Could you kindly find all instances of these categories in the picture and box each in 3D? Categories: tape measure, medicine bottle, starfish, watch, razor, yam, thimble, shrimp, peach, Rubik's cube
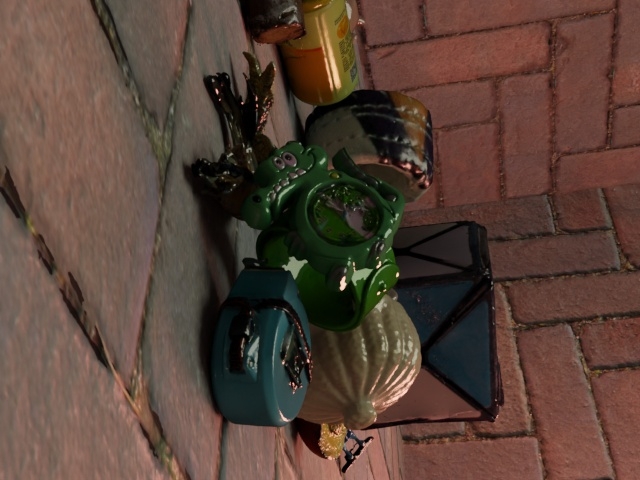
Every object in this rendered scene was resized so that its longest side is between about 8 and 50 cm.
[{"bbox_3d":[-0.055,0.106,0.871,0.125,0.081,0.146,-74,157,-44],"label":"tape measure"},{"bbox_3d":[-0.013,-0.325,1.448,0.239,0.124,0.124,72,14,-54],"label":"medicine bottle"},{"bbox_3d":[-0.062,-0.107,1.076,0.176,0.053,0.208,-111,-171,-57],"label":"starfish"},{"bbox_3d":[0.000,0.000,0.927,0.131,0.165,0.152,-48,166,-33],"label":"watch"},{"bbox_3d":[0.032,0.288,1.543,0.082,0.042,0.253,-46,144,-23],"label":"razor"},{"bbox_3d":[-0.063,-0.331,1.218,0.079,0.079,0.141,16,66,-82],"label":"yam"},{"bbox_3d":[0.084,-0.147,1.624,0.237,0.237,0.150,68,21,-64],"label":"thimble"},{"bbox_3d":[-0.087,-0.095,0.928,0.219,0.046,0.152,3,81,-83],"label":"shrimp"},{"bbox_3d":[-0.002,0.238,1.234,0.098,0.061,0.098,3,86,-60],"label":"peach"},{"bbox_3d":[0.179,0.152,1.799,0.310,0.307,0.305,-78,162,-66],"label":"Rubik's cube"}]

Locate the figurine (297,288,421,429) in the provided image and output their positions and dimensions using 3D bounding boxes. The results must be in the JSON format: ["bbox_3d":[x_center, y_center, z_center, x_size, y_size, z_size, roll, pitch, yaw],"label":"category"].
[{"bbox_3d":[0.029,0.083,1.155,0.204,0.185,0.332,45,23,-12],"label":"figurine"}]

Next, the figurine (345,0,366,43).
[{"bbox_3d":[0.012,-0.412,1.684,0.138,0.125,0.125,68,17,-54],"label":"figurine"}]
